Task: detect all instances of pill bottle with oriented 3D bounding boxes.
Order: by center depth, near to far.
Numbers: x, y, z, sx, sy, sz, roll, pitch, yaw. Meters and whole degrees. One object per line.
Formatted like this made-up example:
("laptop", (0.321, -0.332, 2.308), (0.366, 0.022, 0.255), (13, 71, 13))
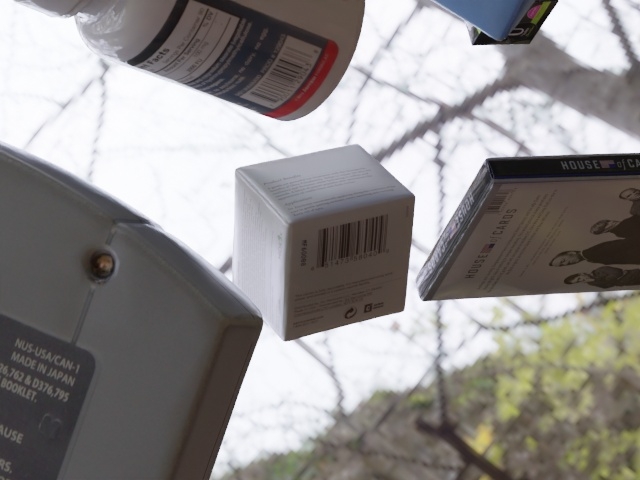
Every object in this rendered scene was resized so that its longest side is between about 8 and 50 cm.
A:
("pill bottle", (-0.075, -0.141, 0.987), (0.180, 0.108, 0.108), (18, -76, -33))

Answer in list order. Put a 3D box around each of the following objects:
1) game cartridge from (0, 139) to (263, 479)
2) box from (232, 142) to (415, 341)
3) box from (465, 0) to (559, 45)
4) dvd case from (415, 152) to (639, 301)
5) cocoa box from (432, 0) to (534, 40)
("game cartridge", (-0.172, 0.048, 0.737), (0.060, 0.294, 0.196), (6, -76, -66))
("box", (0.000, 0.000, 1.252), (0.101, 0.087, 0.102), (-13, -54, -26))
("box", (0.136, -0.198, 1.355), (0.052, 0.083, 0.062), (-3, -27, -19))
("dvd case", (0.217, -0.011, 1.519), (0.238, 0.030, 0.179), (-2, -34, -21))
("cocoa box", (0.054, -0.344, 1.156), (0.228, 0.347, 0.231), (-53, -8, -38))
